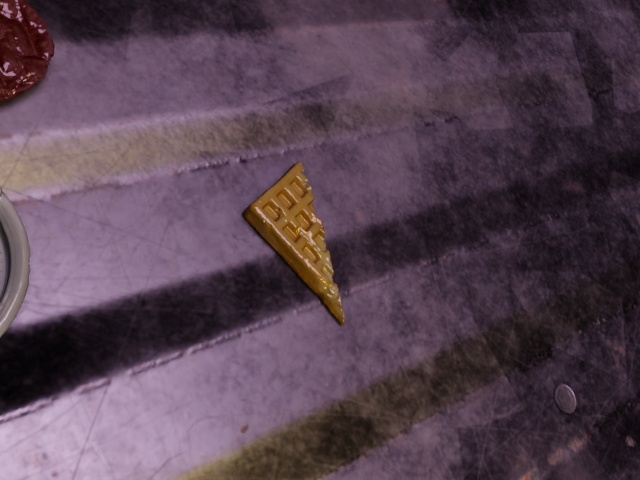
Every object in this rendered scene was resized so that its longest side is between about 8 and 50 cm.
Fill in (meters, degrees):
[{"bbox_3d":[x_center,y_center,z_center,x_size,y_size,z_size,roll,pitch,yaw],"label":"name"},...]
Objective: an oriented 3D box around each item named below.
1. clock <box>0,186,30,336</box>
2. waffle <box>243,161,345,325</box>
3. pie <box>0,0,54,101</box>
[{"bbox_3d":[-0.387,0.024,0.582,0.237,0.053,0.236,13,60,-24],"label":"clock"},{"bbox_3d":[0.000,0.000,0.848,0.191,0.032,0.125,47,50,-6],"label":"waffle"},{"bbox_3d":[-0.370,-0.214,0.717,0.154,0.038,0.153,15,59,-28],"label":"pie"}]
